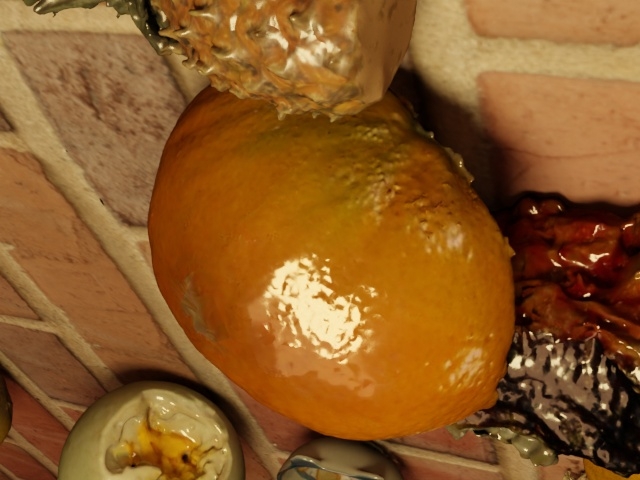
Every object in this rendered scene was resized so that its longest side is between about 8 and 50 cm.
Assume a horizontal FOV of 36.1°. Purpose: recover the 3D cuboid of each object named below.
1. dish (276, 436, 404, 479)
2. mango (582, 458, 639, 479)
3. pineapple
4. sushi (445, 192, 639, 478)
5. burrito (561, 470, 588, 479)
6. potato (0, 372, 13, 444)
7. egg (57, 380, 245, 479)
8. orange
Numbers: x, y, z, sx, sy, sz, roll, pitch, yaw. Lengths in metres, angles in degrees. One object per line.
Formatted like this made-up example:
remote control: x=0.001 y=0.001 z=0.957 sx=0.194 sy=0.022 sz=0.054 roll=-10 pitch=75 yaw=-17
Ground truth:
dish: x=0.055 y=0.348 z=1.469 sx=0.228 sy=0.086 sz=0.236 roll=9 pitch=149 yaw=16
mango: x=0.370 y=0.203 z=0.980 sx=0.187 sy=0.144 sz=0.359 roll=27 pitch=153 yaw=-7
pineapple: x=-0.091 y=-0.170 z=0.660 sx=0.310 sy=0.141 sz=0.170 roll=16 pitch=176 yaw=22
sushi: x=0.220 y=0.080 z=0.810 sx=0.343 sy=0.196 sz=0.182 roll=8 pitch=144 yaw=23
burrito: x=0.381 y=0.353 z=1.322 sx=0.149 sy=0.041 sz=0.055 roll=37 pitch=133 yaw=-27
potato: x=-0.688 y=0.215 z=1.623 sx=0.296 sy=0.290 sz=0.397 roll=-12 pitch=104 yaw=0
egg: x=-0.257 y=0.360 z=1.490 sx=0.278 sy=0.278 sz=0.336 roll=24 pitch=150 yaw=-6
orange: x=-0.004 y=0.002 z=0.770 sx=0.274 sy=0.310 sz=0.274 roll=-8 pitch=150 yaw=-5
